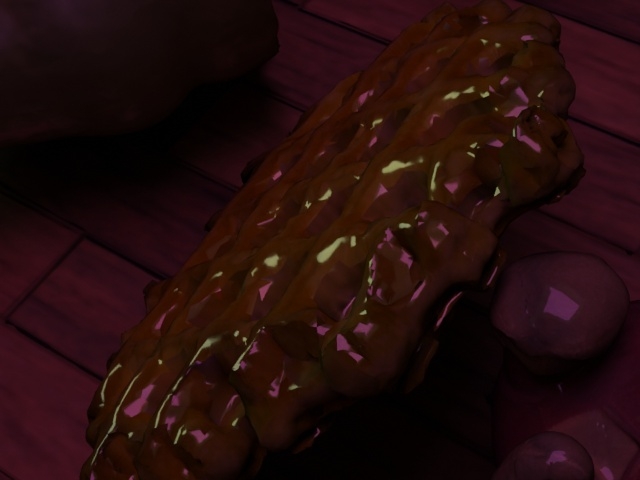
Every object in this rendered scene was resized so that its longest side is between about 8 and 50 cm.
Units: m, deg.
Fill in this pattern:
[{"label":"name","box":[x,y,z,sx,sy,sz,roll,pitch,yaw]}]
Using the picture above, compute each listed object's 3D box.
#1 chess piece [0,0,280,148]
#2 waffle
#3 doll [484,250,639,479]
[{"label":"chess piece","box":[-0.259,-0.086,0.678,0.442,0.234,0.234,-31,53,-8]},{"label":"waffle","box":[-0.001,-0.001,0.580,0.291,0.051,0.291,-39,20,17]},{"label":"doll","box":[0.144,0.126,0.464,0.196,0.152,0.256,-15,54,17]}]
